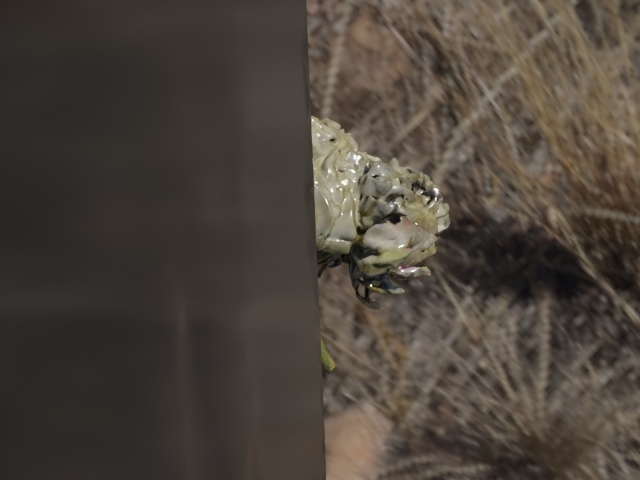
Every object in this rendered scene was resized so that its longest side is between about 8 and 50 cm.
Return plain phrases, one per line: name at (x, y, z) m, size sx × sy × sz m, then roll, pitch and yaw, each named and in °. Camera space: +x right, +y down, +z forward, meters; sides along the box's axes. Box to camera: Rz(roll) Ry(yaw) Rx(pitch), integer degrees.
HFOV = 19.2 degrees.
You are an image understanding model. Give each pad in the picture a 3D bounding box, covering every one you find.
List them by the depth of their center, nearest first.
pad at (-0.064, -0.009, 0.388) m, size 0.063 × 0.375 × 0.315 m, roll -6°, pitch 78°, yaw 11°

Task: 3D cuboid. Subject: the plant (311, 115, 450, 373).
plant at (0.000, 0.000, 0.947) m, size 0.116 × 0.104 × 0.122 m, roll 23°, pitch 103°, yaw 6°
